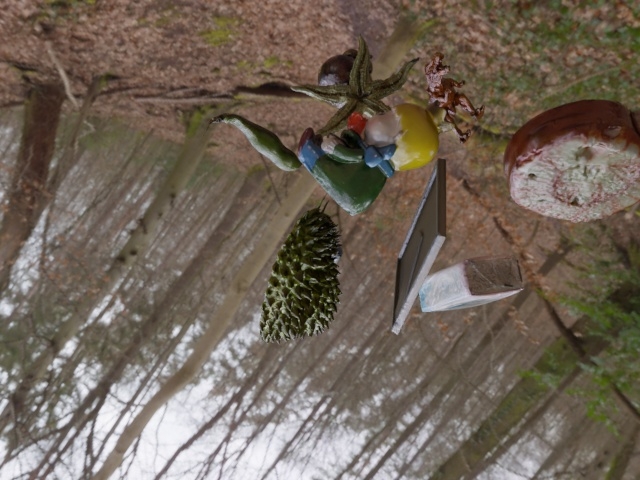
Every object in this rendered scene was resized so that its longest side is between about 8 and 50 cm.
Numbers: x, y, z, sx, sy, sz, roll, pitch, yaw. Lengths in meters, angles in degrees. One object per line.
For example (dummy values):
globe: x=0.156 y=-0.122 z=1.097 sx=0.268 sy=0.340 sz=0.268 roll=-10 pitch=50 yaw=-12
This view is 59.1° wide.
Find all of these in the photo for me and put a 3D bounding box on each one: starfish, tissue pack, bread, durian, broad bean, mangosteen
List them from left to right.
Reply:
broad bean: x=-0.186 y=-0.292 z=1.676 sx=0.318 sy=0.098 sz=0.056 roll=21 pitch=-175 yaw=-25
durian: x=-0.054 y=0.091 z=1.134 sx=0.159 sy=0.351 sz=0.169 roll=-2 pitch=-137 yaw=-20
mangosteen: x=0.099 y=-0.543 z=1.877 sx=0.192 sy=0.217 sz=0.192 roll=36 pitch=162 yaw=13
starfish: x=0.101 y=-0.412 z=1.566 sx=0.358 sy=0.346 sz=0.078 roll=11 pitch=166 yaw=0
tissue pack: x=0.434 y=0.131 z=1.669 sx=0.202 sy=0.124 sz=0.271 roll=-6 pitch=167 yaw=-23
bread: x=0.556 y=-0.158 z=1.197 sx=0.328 sy=0.114 sz=0.295 roll=8 pitch=147 yaw=-12

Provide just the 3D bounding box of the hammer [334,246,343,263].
hammer: x=0.000 y=0.000 z=1.805 sx=0.070 sy=0.116 sz=0.193 roll=-9 pitch=-119 yaw=-30

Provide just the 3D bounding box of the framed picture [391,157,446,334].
framed picture: x=0.186 y=0.016 z=1.085 sx=0.020 sy=0.289 sz=0.211 roll=14 pitch=-135 yaw=-1

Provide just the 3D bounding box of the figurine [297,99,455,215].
figurine: x=0.090 y=-0.170 z=0.950 sx=0.185 sy=0.234 sz=0.127 roll=51 pitch=-166 yaw=27

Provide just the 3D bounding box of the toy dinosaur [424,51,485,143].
toy dinosaur: x=0.372 y=-0.377 z=1.624 sx=0.208 sy=0.097 sz=0.432 roll=49 pitch=179 yaw=17
